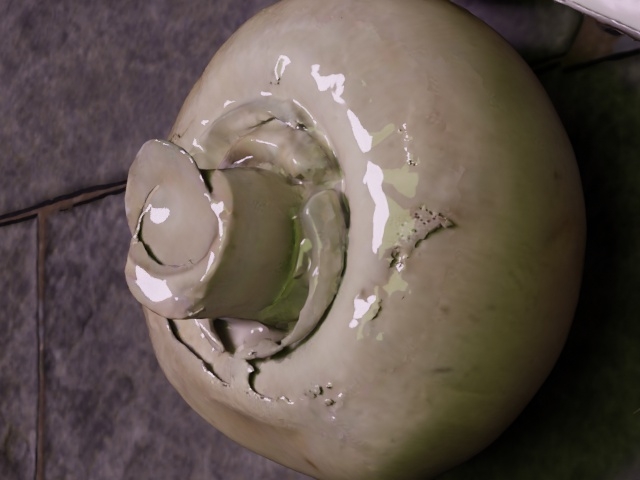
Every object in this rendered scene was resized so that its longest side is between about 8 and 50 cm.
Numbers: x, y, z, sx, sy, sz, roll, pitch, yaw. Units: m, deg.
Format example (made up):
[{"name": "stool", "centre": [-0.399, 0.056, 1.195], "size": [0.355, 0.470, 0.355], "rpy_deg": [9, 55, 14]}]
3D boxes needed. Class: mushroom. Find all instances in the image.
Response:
[{"name": "mushroom", "centre": [0.000, 0.000, 0.785], "size": [0.246, 0.202, 0.246], "rpy_deg": [0, 90, 48]}]

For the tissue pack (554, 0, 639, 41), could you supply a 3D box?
[{"name": "tissue pack", "centre": [0.219, -0.165, 0.671], "size": [0.185, 0.124, 0.225], "rpy_deg": [33, 104, 39]}]

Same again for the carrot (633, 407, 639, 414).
[{"name": "carrot", "centre": [0.246, 0.042, 0.650], "size": [0.298, 0.078, 0.078], "rpy_deg": [-13, 73, 43]}]
